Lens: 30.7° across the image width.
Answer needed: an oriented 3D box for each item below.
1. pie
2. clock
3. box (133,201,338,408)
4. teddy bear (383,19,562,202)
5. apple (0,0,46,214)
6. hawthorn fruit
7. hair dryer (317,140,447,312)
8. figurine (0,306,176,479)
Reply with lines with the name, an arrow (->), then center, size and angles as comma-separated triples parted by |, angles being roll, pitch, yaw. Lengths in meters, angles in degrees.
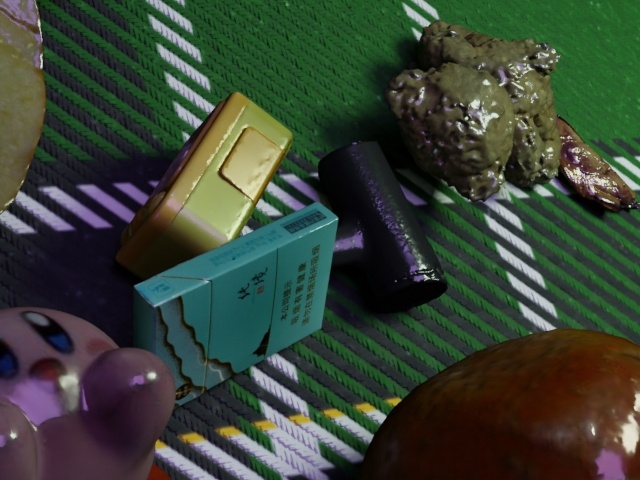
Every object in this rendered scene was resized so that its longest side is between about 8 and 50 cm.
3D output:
pie -> 0.369, -0.094, 1.597 | 0.170, 0.034, 0.092 | 43, 48, -1
clock -> -0.123, -0.049, 1.236 | 0.096, 0.143, 0.202 | 35, 51, -9
box -> -0.085, 0.070, 1.172 | 0.229, 0.162, 0.041 | -25, 50, -34
teddy bear -> 0.195, -0.161, 1.468 | 0.267, 0.156, 0.256 | 48, 53, 2
apple -> -0.427, -0.152, 1.050 | 0.329, 0.295, 0.365 | -13, 71, -2
hawthorn fruit -> 0.240, 0.263, 1.100 | 0.403, 0.403, 0.403 | 13, 57, -21
hair dryer -> 0.000, 0.000, 1.318 | 0.251, 0.089, 0.197 | -14, 70, -27
figurine -> -0.261, 0.177, 1.005 | 0.270, 0.261, 0.211 | -23, 47, -35
